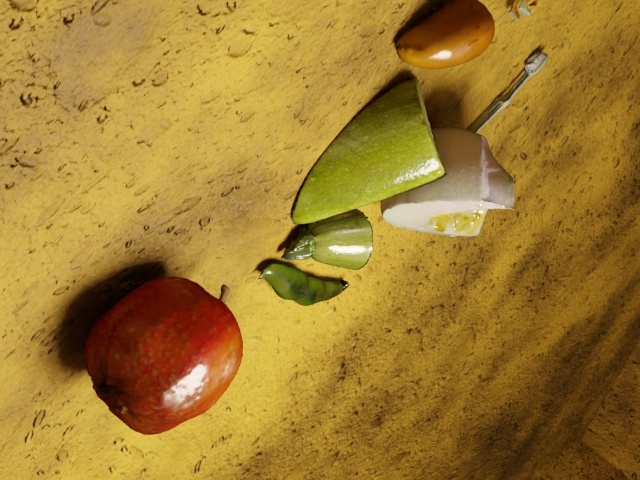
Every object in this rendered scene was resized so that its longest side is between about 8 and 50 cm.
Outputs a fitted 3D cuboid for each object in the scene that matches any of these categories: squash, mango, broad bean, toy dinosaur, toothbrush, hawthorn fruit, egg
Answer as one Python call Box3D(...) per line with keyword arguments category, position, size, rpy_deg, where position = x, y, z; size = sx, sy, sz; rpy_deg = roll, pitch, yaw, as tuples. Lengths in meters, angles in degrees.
Box3D(category="squash", position=(0.001, -0.002, 2.029), size=(0.132, 0.105, 0.105), rpy_deg=(-3, 130, -33))
Box3D(category="mango", position=(0.192, -0.295, 1.904), size=(0.159, 0.105, 0.084), rpy_deg=(-37, 133, -17))
Box3D(category="broad bean", position=(-0.027, 0.078, 2.120), size=(0.060, 0.043, 0.297), rpy_deg=(-65, 154, 4))
Box3D(category="toy dinosaur", position=(0.341, -0.422, 2.031), size=(0.142, 0.057, 0.212), rpy_deg=(-64, 154, 2))
Box3D(category="toothbrush", position=(0.299, -0.225, 2.255), size=(0.294, 0.026, 0.028), rpy_deg=(-48, 136, -4))
Box3D(category="squash", position=(0.048, -0.142, 1.972), size=(0.252, 0.169, 0.093), rpy_deg=(-18, 153, 11))
Box3D(category="hawthorn fruit", position=(-0.198, 0.144, 1.768), size=(0.253, 0.205, 0.205), rpy_deg=(-38, 152, -34))
Box3D(category="egg", position=(0.203, -0.108, 2.081), size=(0.271, 0.206, 0.162), rpy_deg=(82, 12, -78))
